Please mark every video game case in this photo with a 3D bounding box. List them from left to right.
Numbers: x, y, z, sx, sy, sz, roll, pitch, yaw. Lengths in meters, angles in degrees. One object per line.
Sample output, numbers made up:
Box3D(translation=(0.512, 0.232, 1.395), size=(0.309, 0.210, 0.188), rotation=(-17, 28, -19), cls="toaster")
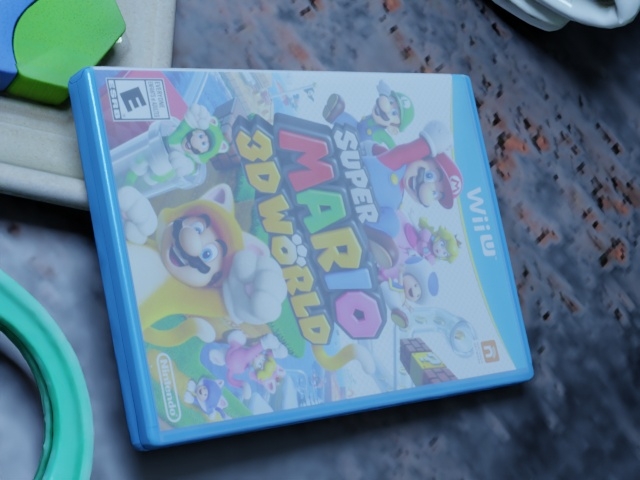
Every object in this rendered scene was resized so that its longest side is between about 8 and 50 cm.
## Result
Box3D(translation=(0.000, 0.000, 0.476), size=(0.166, 0.015, 0.119), rotation=(-4, 79, -39), cls="video game case")

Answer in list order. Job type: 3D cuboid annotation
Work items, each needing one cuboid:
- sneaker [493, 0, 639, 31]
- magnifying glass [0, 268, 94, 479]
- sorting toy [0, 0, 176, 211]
Box3D(translation=(0.154, -0.142, 0.602), size=(0.293, 0.108, 0.169), rotation=(21, 62, -11), cls="sneaker")
Box3D(translation=(-0.136, -0.006, 0.386), size=(0.092, 0.026, 0.231), rotation=(-27, 94, -31), cls="magnifying glass")
Box3D(translation=(-0.132, -0.118, 0.452), size=(0.193, 0.038, 0.208), rotation=(12, 64, -26), cls="sorting toy")
